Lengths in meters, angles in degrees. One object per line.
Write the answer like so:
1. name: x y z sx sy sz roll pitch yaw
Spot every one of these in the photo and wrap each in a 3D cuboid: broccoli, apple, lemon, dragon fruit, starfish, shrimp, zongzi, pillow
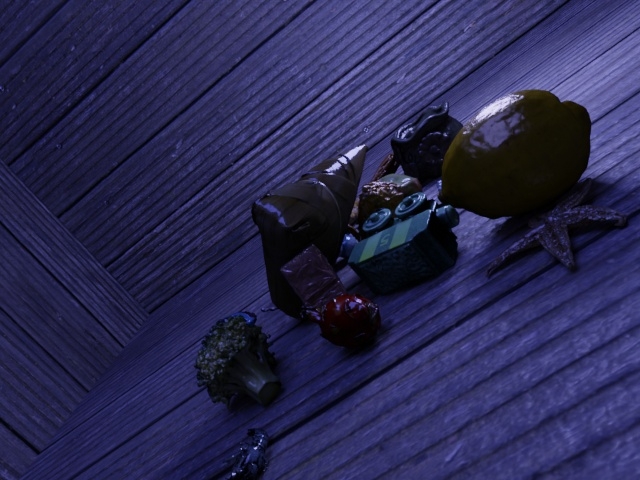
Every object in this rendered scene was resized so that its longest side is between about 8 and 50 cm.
1. broccoli: -0.191 0.323 1.198 0.243 0.247 0.263 29 108 43
2. apple: 0.247 -0.133 1.546 0.207 0.174 0.188 -40 33 -17
3. lemon: 0.433 -0.184 1.034 0.316 0.285 0.285 -40 14 -4
4. dragon fruit: 0.037 0.185 1.091 0.246 0.125 0.125 2 72 42
5. starfish: 0.454 -0.016 0.892 0.295 0.048 0.231 -38 14 5
6. shrimp: -0.144 0.428 0.922 0.076 0.082 0.174 -40 6 15
7. zongzi: 0.023 0.003 1.431 0.218 0.500 0.467 30 49 33
8. pillow: 0.000 0.132 1.185 0.126 0.232 0.043 -33 3 15

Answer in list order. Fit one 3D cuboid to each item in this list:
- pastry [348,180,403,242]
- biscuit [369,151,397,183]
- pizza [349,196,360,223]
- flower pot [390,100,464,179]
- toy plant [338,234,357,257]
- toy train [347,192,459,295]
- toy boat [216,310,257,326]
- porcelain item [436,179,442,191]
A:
1. pastry: 0.165 -0.060 1.391 0.154 0.250 0.102 0 36 -7
2. biscuit: 0.283 -0.308 1.951 0.262 0.052 0.277 -62 -12 13
3. pizza: 0.125 -0.115 2.007 0.189 0.071 0.297 -44 5 32
4. flower pot: 0.421 -0.374 1.779 0.301 0.213 0.302 -35 13 10
5. toy plant: 0.000 0.000 1.650 0.247 0.247 0.332 -39 16 -3
6. toy train: 0.214 0.006 1.203 0.299 0.167 0.238 -29 22 38
7. toy boat: -0.317 0.318 1.666 0.223 0.100 0.097 -28 7 42
8. porcelain item: 0.416 -0.184 1.567 0.036 0.028 0.083 -32 16 15
